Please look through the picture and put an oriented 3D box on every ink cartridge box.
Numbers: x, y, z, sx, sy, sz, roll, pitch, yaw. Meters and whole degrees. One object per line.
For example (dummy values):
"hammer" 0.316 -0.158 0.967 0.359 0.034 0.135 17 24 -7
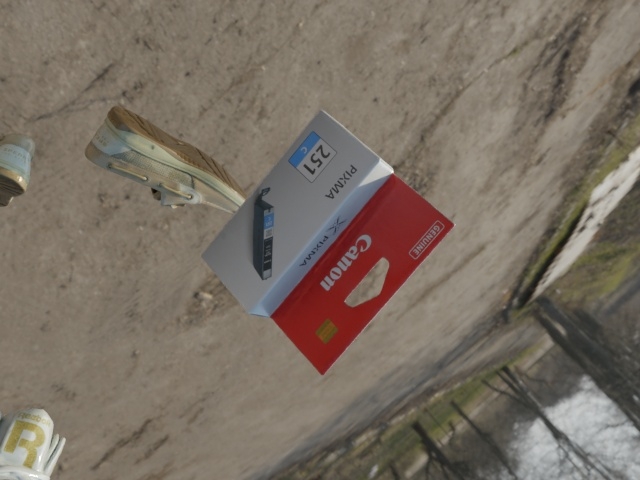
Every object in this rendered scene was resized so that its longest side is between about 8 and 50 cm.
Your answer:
"ink cartridge box" 0.000 0.000 0.953 0.296 0.261 0.066 -50 152 9

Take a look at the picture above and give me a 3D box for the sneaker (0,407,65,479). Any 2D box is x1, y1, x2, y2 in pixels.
"sneaker" -0.257 0.202 0.503 0.292 0.108 0.169 -25 -141 46

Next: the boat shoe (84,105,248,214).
"boat shoe" -0.276 -0.124 1.229 0.341 0.122 0.110 31 105 -41

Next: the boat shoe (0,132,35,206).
"boat shoe" -0.610 -0.133 1.220 0.109 0.302 0.098 29 67 -36
